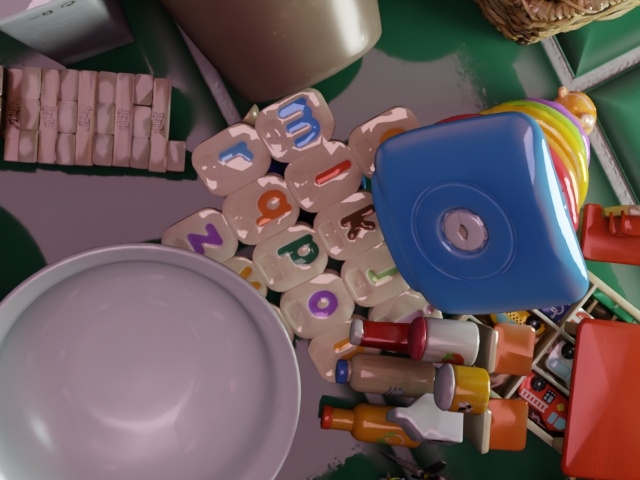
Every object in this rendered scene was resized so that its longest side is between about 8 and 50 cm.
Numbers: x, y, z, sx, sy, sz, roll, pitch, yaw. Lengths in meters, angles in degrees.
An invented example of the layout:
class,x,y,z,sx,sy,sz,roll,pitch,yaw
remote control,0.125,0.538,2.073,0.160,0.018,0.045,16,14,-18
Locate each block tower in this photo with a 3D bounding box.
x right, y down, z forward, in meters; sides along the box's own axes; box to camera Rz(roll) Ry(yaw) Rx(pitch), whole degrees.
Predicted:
class,x,y,z,sx,sy,sz,roll,pitch,yaw
block tower,-0.297,-0.119,0.859,0.335,0.091,0.097,4,94,-11

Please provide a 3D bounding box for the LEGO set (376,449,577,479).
class,x,y,z,sx,sy,sz,roll,pitch,yaw
LEGO set,0.207,0.290,0.832,0.331,0.255,0.192,24,73,-4

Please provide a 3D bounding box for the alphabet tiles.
class,x,y,z,sx,sy,sz,roll,pitch,yaw
alphabet tiles,0.000,0.000,0.897,0.278,0.021,0.284,-28,105,8

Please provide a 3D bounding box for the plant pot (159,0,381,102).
class,x,y,z,sx,sy,sz,roll,pitch,yaw
plant pot,-0.057,-0.260,0.835,0.263,0.263,0.229,-28,112,-3

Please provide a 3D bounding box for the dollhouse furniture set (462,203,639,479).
class,x,y,z,sx,sy,sz,roll,pitch,yaw
dollhouse furniture set,0.280,0.098,0.856,0.261,0.135,0.259,5,90,-4

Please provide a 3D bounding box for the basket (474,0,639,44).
class,x,y,z,sx,sy,sz,roll,pitch,yaw
basket,0.219,-0.354,0.841,0.213,0.223,0.299,-18,93,-3

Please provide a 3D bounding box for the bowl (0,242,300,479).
class,x,y,z,sx,sy,sz,roll,pitch,yaw
bowl,-0.175,0.133,0.854,0.297,0.134,0.298,-3,103,-12

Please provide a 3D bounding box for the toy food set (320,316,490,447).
class,x,y,z,sx,sy,sz,roll,pitch,yaw
toy food set,0.071,0.130,0.845,0.104,0.232,0.111,7,73,-7

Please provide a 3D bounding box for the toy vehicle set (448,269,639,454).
class,x,y,z,sx,sy,sz,roll,pitch,yaw
toy vehicle set,0.266,0.130,0.943,0.267,0.035,0.166,38,89,-3

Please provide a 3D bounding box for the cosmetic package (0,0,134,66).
class,x,y,z,sx,sy,sz,roll,pitch,yaw
cosmetic package,-0.242,-0.235,0.809,0.085,0.231,0.117,-20,92,-2

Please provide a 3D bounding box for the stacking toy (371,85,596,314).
class,x,y,z,sx,sy,sz,roll,pitch,yaw
stacking toy,0.192,-0.075,0.846,0.165,0.302,0.175,-8,113,39

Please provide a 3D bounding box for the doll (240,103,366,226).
class,x,y,z,sx,sy,sz,roll,pitch,yaw
doll,-0.015,-0.049,0.919,0.189,0.046,0.129,36,86,-9
